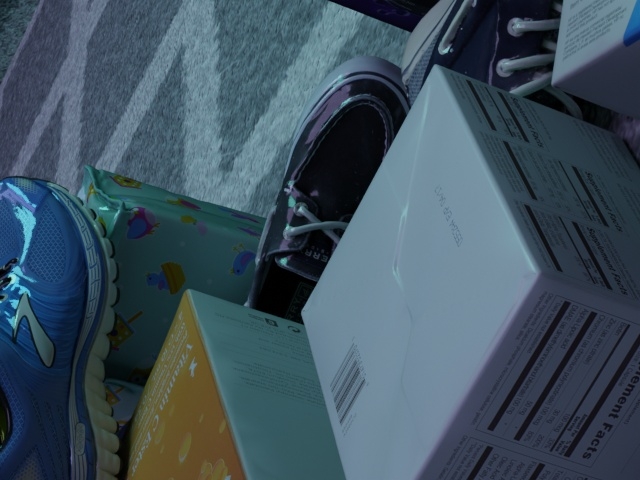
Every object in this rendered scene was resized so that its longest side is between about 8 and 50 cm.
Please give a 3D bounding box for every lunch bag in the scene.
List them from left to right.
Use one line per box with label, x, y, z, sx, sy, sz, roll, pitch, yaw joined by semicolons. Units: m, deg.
lunch bag;-0.147;0.094;1.646;0.160;0.223;0.262;39;109;59

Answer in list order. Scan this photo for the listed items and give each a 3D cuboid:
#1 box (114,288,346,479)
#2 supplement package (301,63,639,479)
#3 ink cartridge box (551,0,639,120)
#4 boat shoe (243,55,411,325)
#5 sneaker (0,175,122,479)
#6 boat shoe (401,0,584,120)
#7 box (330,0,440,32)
box;-0.040;0.219;1.331;0.215;0.168;0.345;-65;21;17
supplement package;0.111;0.055;1.108;0.204;0.145;0.262;-62;21;23
ink cartridge box;0.206;-0.182;0.983;0.148;0.086;0.203;-31;44;61
boat shoe;0.000;0.000;1.483;0.102;0.108;0.301;-72;5;-68
sneaker;-0.248;0.081;1.466;0.130;0.147;0.330;-42;44;38
boat shoe;0.159;-0.143;1.227;0.340;0.127;0.158;121;152;-52
box;0.030;-0.263;1.439;0.184;0.261;0.103;-28;47;63
